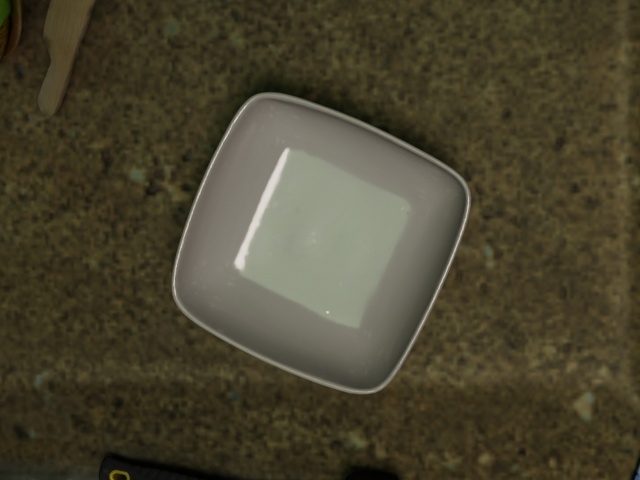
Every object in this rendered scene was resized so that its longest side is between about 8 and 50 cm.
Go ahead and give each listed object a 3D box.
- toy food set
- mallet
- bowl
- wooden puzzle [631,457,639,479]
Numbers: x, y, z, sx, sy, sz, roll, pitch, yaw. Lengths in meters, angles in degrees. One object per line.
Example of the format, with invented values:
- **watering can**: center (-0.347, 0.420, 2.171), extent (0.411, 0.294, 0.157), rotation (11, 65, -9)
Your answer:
- **toy food set**: center (-0.215, -0.153, 0.512), extent (0.192, 0.038, 0.132), rotation (42, 143, 3)
- **mallet**: center (-0.041, 0.148, 0.558), extent (0.190, 0.039, 0.062), rotation (16, 98, 10)
- **bowl**: center (0.000, 0.000, 0.524), extent (0.142, 0.053, 0.142), rotation (24, 99, 4)
- **wooden puzzle**: center (0.222, 0.173, 0.530), extent (0.116, 0.014, 0.078), rotation (27, 99, 5)
